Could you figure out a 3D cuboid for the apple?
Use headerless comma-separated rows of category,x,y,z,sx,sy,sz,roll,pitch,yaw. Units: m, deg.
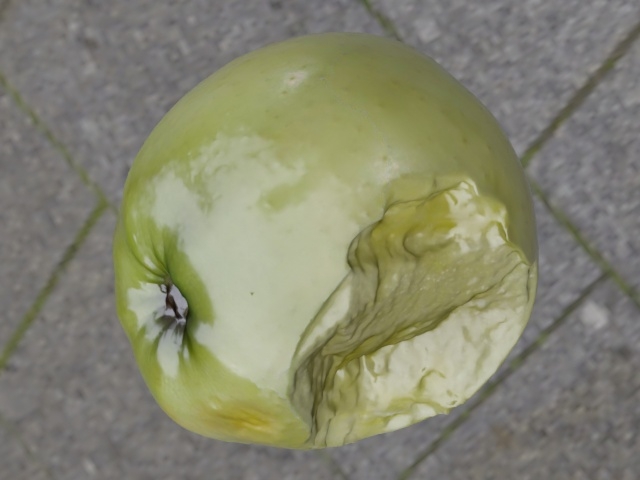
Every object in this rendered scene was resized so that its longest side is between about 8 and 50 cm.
apple,0.000,0.000,1.266,0.279,0.279,0.279,21,125,33
